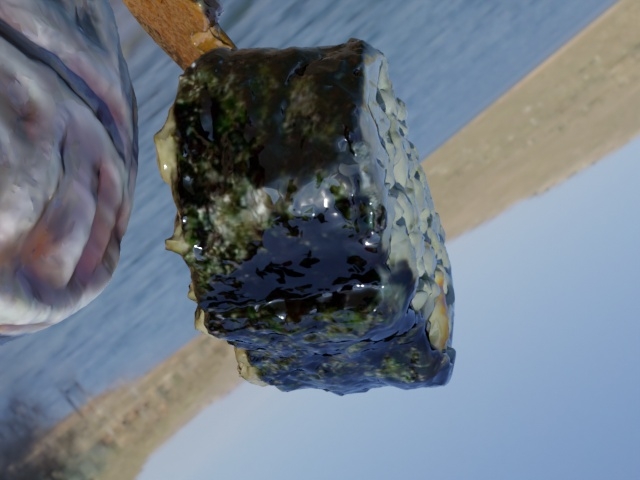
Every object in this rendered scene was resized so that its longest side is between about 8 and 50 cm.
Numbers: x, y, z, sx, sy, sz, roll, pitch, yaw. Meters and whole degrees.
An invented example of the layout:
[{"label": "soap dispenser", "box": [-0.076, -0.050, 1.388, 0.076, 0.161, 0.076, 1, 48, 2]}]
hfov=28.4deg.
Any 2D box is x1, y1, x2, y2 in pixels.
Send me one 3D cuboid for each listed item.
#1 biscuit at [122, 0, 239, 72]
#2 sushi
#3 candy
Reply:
[{"label": "biscuit", "box": [-0.151, -0.265, 1.472, 0.052, 0.262, 0.277, -43, 164, -12]}, {"label": "sushi", "box": [0.000, 0.000, 0.959, 0.171, 0.210, 0.350, -8, 152, 12]}, {"label": "candy", "box": [-0.200, -0.069, 0.676, 0.157, 0.214, 0.289, -22, -134, 23]}]
